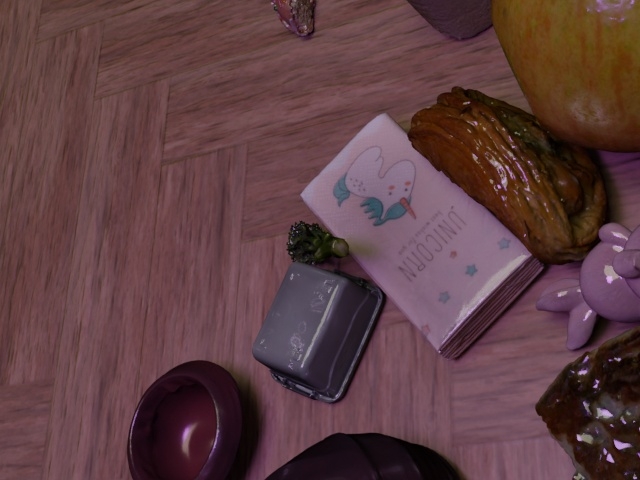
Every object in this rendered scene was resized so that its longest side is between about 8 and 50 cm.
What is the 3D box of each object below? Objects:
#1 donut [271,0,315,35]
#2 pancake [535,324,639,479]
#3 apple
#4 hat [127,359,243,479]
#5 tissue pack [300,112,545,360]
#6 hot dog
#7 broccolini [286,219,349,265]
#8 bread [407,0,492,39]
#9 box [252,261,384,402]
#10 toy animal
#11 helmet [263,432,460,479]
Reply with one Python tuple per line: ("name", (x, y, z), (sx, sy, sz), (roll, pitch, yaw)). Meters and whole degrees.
("donut", (-0.023, -0.405, 1.722), (0.117, 0.065, 0.166), (32, 86, 38))
("pancake", (0.424, 0.203, 1.092), (0.427, 0.067, 0.305), (-23, 74, 37))
("apple", (0.356, -0.273, 1.242), (0.339, 0.339, 0.339), (-14, 61, 27))
("hat", (-0.170, 0.261, 1.488), (0.205, 0.089, 0.205), (-14, 65, 32))
("tissue pack", (0.123, -0.013, 1.437), (0.170, 0.071, 0.325), (-46, 52, 5))
("hot dog", (0.231, -0.087, 1.341), (0.272, 0.196, 0.122), (47, 121, 39))
("broccolini", (0.002, -0.001, 1.437), (0.067, 0.216, 0.058), (11, 85, -10))
("bread", (0.173, -0.370, 1.530), (0.134, 0.141, 0.148), (-19, 58, 29))
("box", (-0.009, 0.111, 1.450), (0.124, 0.093, 0.172), (16, 78, 37))
("toy animal", (0.333, 0.040, 1.241), (0.212, 0.124, 0.124), (-31, 46, 61))
("helmet", (0.012, 0.340, 1.279), (0.305, 0.177, 0.225), (-35, 56, 13))
